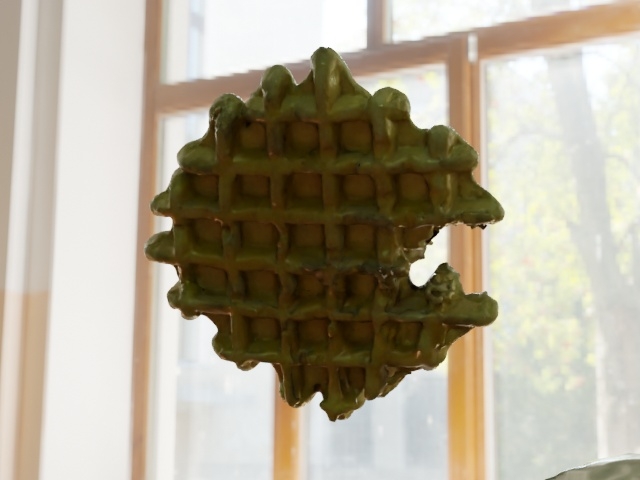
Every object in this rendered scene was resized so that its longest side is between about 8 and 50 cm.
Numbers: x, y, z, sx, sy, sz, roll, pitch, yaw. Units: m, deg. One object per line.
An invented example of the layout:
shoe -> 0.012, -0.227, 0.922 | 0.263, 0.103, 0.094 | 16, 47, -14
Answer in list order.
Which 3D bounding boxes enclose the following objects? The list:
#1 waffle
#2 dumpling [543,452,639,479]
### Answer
waffle -> 0.001, -0.001, 0.884 | 0.261, 0.250, 0.056 | -42, 4, 29
dumpling -> 0.180, 0.201, 0.476 | 0.318, 0.187, 0.243 | 5, -45, 51
